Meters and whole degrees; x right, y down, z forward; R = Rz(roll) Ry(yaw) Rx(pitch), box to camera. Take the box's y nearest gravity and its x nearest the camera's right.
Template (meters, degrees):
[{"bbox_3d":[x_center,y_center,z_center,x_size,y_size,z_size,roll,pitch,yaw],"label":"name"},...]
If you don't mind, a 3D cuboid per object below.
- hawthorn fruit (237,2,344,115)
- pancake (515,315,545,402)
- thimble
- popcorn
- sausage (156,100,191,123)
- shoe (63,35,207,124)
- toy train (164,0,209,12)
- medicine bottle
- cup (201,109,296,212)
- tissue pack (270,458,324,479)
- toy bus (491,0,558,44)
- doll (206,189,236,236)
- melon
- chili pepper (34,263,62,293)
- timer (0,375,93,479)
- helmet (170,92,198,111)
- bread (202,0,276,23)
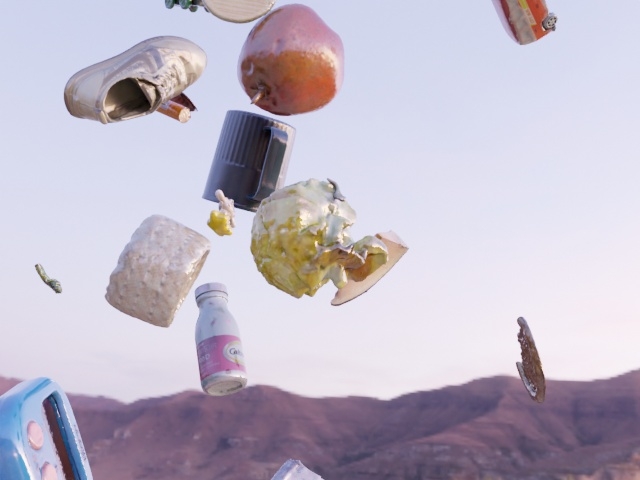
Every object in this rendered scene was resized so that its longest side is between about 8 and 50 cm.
[{"bbox_3d":[-0.091,-0.430,1.804,0.277,0.298,0.276,29,-32,20],"label":"hawthorn fruit"},{"bbox_3d":[0.411,0.234,1.439,0.020,0.190,0.184,-13,11,2],"label":"pancake"},{"bbox_3d":[-0.437,0.089,1.958,0.195,0.291,0.291,27,-18,-1],"label":"thimble"},{"bbox_3d":[0.000,0.000,1.122,0.213,0.197,0.198,23,-14,9],"label":"popcorn"},{"bbox_3d":[-0.292,-0.252,1.366,0.107,0.031,0.031,27,-4,28],"label":"sausage"},{"bbox_3d":[-0.304,-0.274,1.264,0.098,0.275,0.103,32,-37,33],"label":"shoe"},{"bbox_3d":[-0.348,-0.680,1.929,0.091,0.136,0.228,-7,16,-41],"label":"toy train"},{"bbox_3d":[-0.203,0.191,1.428,0.091,0.216,0.090,-10,-31,-6],"label":"medicine bottle"},{"bbox_3d":[-0.218,-0.239,2.218,0.242,0.291,0.308,15,1,4],"label":"cup"},{"bbox_3d":[-0.108,0.480,0.816,0.124,0.394,0.287,29,-40,19],"label":"tissue pack"},{"bbox_3d":[0.493,-0.595,1.789,0.120,0.121,0.265,-36,-39,9],"label":"toy bus"},{"bbox_3d":[-0.268,-0.067,2.009,0.072,0.113,0.135,4,-18,19],"label":"doll"},{"bbox_3d":[0.092,0.060,1.445,0.098,0.054,0.182,-1,-49,-56],"label":"melon"},{"bbox_3d":[-0.536,0.079,1.428,0.027,0.083,0.022,-53,-14,22],"label":"chili pepper"},{"bbox_3d":[-0.543,0.447,1.400,0.115,0.339,0.309,-16,4,-2],"label":"timer"},{"bbox_3d":[-0.338,-0.314,1.667,0.111,0.057,0.089,36,-14,46],"label":"helmet"},{"bbox_3d":[-0.198,-0.571,1.750,0.193,0.112,0.036,2,-15,-1],"label":"bread"}]
